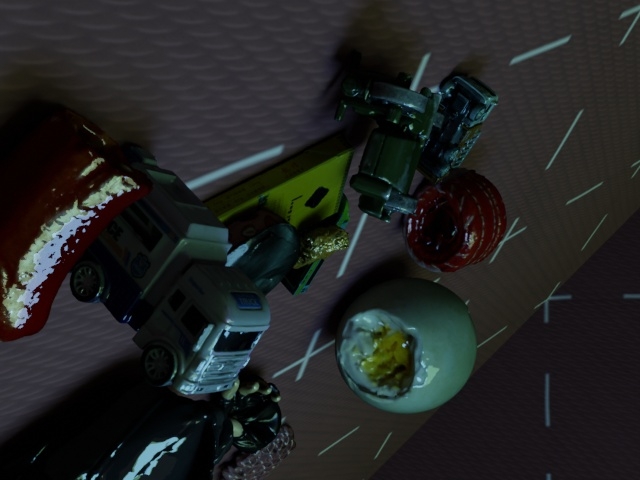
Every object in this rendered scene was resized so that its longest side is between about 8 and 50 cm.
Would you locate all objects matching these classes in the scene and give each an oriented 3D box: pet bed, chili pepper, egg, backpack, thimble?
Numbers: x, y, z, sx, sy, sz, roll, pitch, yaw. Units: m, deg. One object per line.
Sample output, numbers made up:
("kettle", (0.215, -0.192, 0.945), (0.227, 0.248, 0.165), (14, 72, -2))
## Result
("pet bed", (-0.108, 0.041, 1.254), (0.201, 0.053, 0.201), (-35, 154, -19))
("chili pepper", (-0.320, 0.030, 0.881), (0.338, 0.134, 0.131), (-51, 141, 7))
("egg", (0.189, 0.213, 1.838), (0.278, 0.278, 0.336), (-54, 158, 22))
("backpack", (-0.328, 0.395, 1.356), (0.446, 0.255, 0.363), (-43, 163, -10))
("thimble", (0.252, -0.032, 1.671), (0.125, 0.163, 0.189), (-18, 139, -41))

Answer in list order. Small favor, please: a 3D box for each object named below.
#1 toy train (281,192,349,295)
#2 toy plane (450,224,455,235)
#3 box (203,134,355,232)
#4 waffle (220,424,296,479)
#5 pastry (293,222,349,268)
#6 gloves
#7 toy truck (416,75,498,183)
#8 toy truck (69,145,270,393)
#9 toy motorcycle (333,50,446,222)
("toy train", (0.000, 0.000, 1.466), (0.042, 0.044, 0.209), (-12, 141, -50))
("toy plane", (0.304, -0.011, 1.918), (0.160, 0.082, 0.234), (-55, 171, 0))
("box", (-0.075, -0.040, 1.283), (0.279, 0.041, 0.153), (-31, 153, -29))
("waffle", (-0.147, 0.521, 2.087), (0.221, 0.055, 0.234), (-36, 155, -19))
("pastry", (-0.011, 0.009, 1.380), (0.080, 0.056, 0.140), (-21, -176, -19))
("gloves", (-0.138, 0.316, 1.693), (0.164, 0.124, 0.203), (-61, 145, -41))
("toy truck", (0.227, -0.191, 1.473), (0.115, 0.080, 0.177), (-24, 151, -49))
("toy truck", (-0.170, 0.031, 0.966), (0.155, 0.268, 0.124), (-53, 156, 14))
("toy motorcycle", (0.089, -0.133, 1.226), (0.275, 0.127, 0.205), (5, 104, -73))
